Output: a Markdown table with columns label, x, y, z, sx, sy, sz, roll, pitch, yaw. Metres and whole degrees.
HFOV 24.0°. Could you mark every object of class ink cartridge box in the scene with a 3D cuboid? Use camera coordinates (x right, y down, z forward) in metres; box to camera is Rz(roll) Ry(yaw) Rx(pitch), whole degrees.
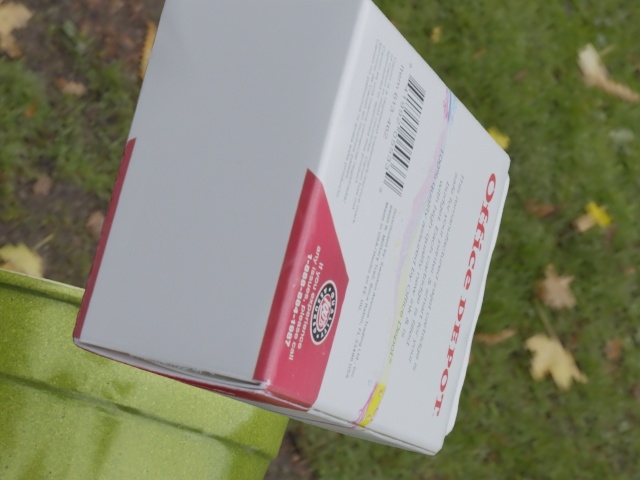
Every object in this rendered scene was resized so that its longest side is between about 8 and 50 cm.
| label | x | y | z | sx | sy | sz | roll | pitch | yaw |
| --- | --- | --- | --- | --- | --- | --- | --- | --- | --- |
| ink cartridge box | 0.000 | 0.000 | 0.536 | 0.175 | 0.072 | 0.127 | 34 | 68 | -64 |

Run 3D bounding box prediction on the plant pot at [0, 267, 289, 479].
| label | x | y | z | sx | sy | sz | roll | pitch | yaw |
| --- | --- | --- | --- | --- | --- | --- | --- | --- | --- |
| plant pot | -0.227 | 0.230 | 1.186 | 0.366 | 0.366 | 0.353 | 22 | 76 | -35 |
